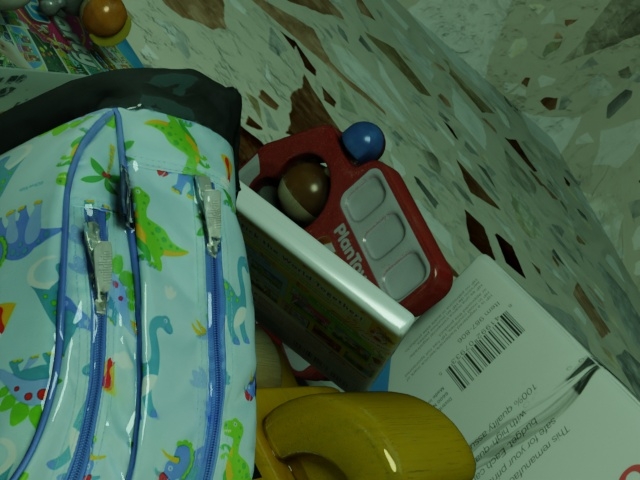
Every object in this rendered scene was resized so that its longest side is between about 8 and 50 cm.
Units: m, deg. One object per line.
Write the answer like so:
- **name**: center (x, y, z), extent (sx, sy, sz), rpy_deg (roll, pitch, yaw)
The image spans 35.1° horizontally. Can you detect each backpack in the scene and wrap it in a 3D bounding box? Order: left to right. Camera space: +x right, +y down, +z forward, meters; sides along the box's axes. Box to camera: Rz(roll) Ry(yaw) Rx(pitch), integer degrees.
- **backpack**: center (-0.176, 0.079, 0.700), extent (0.273, 0.290, 0.356), rpy_deg (10, 63, -60)

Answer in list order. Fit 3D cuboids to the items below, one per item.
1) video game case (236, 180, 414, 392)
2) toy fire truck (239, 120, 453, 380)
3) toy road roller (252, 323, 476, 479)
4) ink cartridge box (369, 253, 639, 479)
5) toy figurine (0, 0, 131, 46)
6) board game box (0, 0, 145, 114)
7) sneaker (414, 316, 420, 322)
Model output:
- **video game case**: center (-0.031, 0.040, 0.907), extent (0.227, 0.026, 0.206), rpy_deg (38, -23, 9)
- **toy fire truck**: center (0.000, 0.000, 1.141), extent (0.169, 0.254, 0.302), rpy_deg (25, 34, -47)
- **toy road roller**: center (-0.025, 0.172, 0.853), extent (0.202, 0.240, 0.329), rpy_deg (12, 44, -57)
- **ink cartridge box**: center (0.184, 0.235, 0.953), extent (0.166, 0.285, 0.395), rpy_deg (39, 8, -29)
- **toy figurine**: center (-0.239, -0.311, 0.987), extent (0.148, 0.213, 0.209), rpy_deg (48, 16, 26)
- **board game box**: center (-0.347, -0.232, 1.063), extent (0.224, 0.097, 0.303), rpy_deg (56, 23, 10)
- **sneaker**: center (0.035, -0.004, 1.420), extent (0.292, 0.108, 0.169), rpy_deg (50, 19, -28)
